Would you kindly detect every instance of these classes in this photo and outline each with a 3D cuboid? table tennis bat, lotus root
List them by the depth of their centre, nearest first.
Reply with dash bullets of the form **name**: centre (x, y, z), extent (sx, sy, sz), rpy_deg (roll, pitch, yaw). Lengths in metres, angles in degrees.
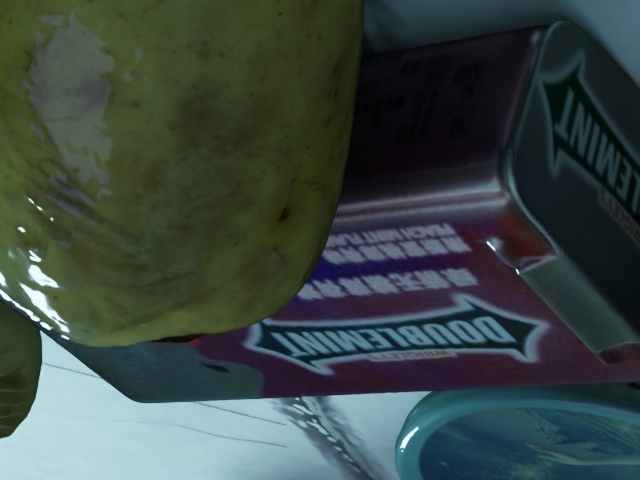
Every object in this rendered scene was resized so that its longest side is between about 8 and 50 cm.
- **lotus root**: centre (-0.051, -0.066, 0.461), extent (0.125, 0.118, 0.221), rpy_deg (-2, 130, 4)
- **table tennis bat**: centre (0.082, 0.109, 0.783), extent (0.149, 0.038, 0.237), rpy_deg (29, 147, -21)

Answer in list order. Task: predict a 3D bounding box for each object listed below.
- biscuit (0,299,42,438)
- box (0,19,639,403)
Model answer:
- **biscuit**: centre (-0.222, 0.005, 0.717), extent (0.259, 0.079, 0.259), rpy_deg (12, 152, 7)
- **box**: centre (0.000, 0.000, 0.599), extent (0.224, 0.069, 0.120), rpy_deg (-8, 143, 39)
